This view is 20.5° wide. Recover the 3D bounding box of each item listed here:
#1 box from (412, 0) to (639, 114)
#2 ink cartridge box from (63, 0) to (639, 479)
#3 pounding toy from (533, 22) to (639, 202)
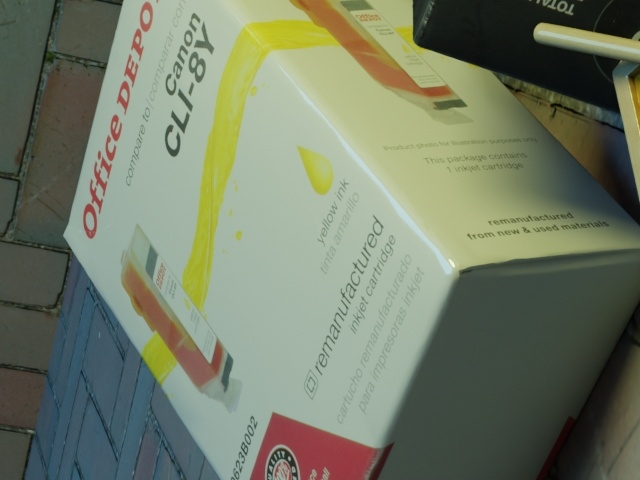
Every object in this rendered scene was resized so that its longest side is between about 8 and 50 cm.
[{"bbox_3d":[0.168,-0.217,0.899,0.143,0.165,0.270,-86,17,-56],"label":"box"},{"bbox_3d":[0.000,0.000,1.143,0.385,0.160,0.279,52,135,39],"label":"ink cartridge box"},{"bbox_3d":[0.187,-0.067,0.829,0.130,0.100,0.141,-43,44,44],"label":"pounding toy"}]
